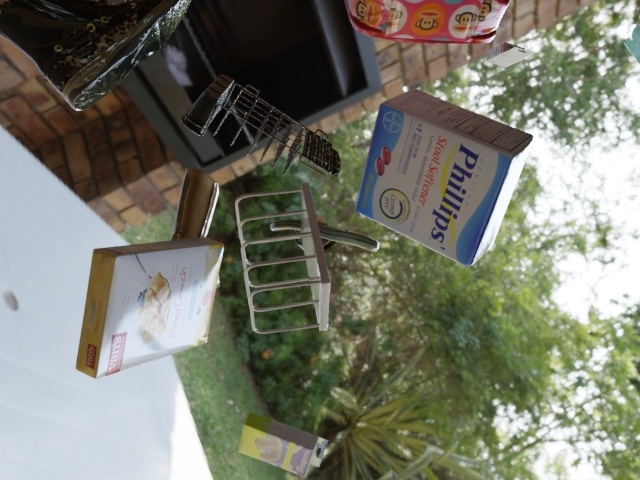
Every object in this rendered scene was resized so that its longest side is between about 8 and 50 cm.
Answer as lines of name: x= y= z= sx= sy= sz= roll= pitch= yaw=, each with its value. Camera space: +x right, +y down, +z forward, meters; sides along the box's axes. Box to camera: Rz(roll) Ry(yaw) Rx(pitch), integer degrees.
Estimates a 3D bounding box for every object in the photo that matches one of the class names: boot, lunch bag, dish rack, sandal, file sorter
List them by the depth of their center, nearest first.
boot: x=-0.291 y=-0.296 z=0.838 sx=0.178 sy=0.236 sz=0.085 roll=39 pitch=-24 yaw=-3
dish rack: x=-0.089 y=-0.185 z=1.148 sx=0.271 sy=0.074 sz=0.208 roll=30 pitch=22 yaw=-11
lunch bag: x=0.187 y=-0.486 z=1.259 sx=0.120 sy=0.293 sz=0.258 roll=104 pitch=-18 yaw=-48
file sorter: x=-0.087 y=0.046 z=1.487 sx=0.193 sy=0.173 sz=0.278 roll=91 pitch=-11 yaw=-52
sandal: x=0.001 y=0.000 z=1.710 sx=0.120 sy=0.302 sz=0.086 roll=-3 pitch=106 yaw=-65
boot: x=-0.320 y=-0.027 z=1.821 sx=0.236 sy=0.089 sz=0.270 roll=51 pitch=44 yaw=-59

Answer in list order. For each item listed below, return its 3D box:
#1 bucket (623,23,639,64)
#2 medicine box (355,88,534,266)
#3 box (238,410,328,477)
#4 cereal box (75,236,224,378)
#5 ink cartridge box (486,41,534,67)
bucket: x=0.733 y=-0.369 z=1.231 sx=0.183 sy=0.281 sz=0.281 roll=63 pitch=0 yaw=10
medicine box: x=0.251 y=-0.136 z=1.392 sx=0.289 sy=0.149 sz=0.263 roll=28 pitch=-55 yaw=24
box: x=-0.082 y=0.439 z=1.424 sx=0.042 sy=0.178 sz=0.109 roll=-64 pitch=171 yaw=-51
cereal box: x=-0.239 y=0.089 z=0.968 sx=0.240 sy=0.047 sz=0.173 roll=-10 pitch=114 yaw=-63
ink cartridge box: x=0.473 y=-0.468 z=1.660 sx=0.115 sy=0.062 sz=0.029 roll=169 pitch=-70 yaw=-68
